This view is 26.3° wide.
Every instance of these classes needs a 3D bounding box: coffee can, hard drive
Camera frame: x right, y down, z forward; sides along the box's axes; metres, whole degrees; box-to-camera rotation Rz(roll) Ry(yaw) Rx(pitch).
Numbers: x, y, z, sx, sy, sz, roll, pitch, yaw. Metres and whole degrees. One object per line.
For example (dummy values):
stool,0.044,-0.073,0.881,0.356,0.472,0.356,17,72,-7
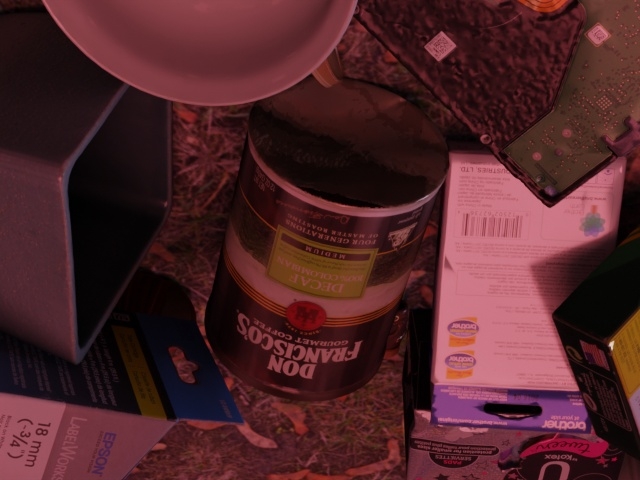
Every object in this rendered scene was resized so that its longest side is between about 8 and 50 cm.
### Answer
coffee can,0.000,0.000,1.403,0.201,0.202,0.275,9,132,-7
hard drive,0.181,-0.217,1.234,0.339,0.064,0.237,43,123,-11

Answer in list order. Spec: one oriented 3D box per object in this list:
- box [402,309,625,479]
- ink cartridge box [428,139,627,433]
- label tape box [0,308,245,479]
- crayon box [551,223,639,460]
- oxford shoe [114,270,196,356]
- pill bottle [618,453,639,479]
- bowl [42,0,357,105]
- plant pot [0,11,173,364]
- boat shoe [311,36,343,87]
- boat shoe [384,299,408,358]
box,0.223,0.189,1.597,0.247,0.163,0.142,1,133,0
ink cartridge box,0.214,0.051,1.461,0.185,0.065,0.311,3,105,-1
label tape box,-0.270,0.145,1.360,0.333,0.241,0.106,12,108,-22
crayon box,0.395,0.055,1.447,0.318,0.081,0.202,-42,131,-19
oxford shoe,-0.323,0.082,1.542,0.348,0.123,0.130,20,135,-15
pill bottle,0.548,0.307,1.656,0.407,0.229,0.229,-13,131,13
bowl,-0.097,-0.277,1.178,0.297,0.134,0.298,7,125,10
plant pot,-0.304,-0.074,1.326,0.252,0.248,0.247,15,133,11
boat shoe,0.001,-0.206,1.316,0.045,0.050,0.135,-10,132,18
boat shoe,-0.002,0.087,1.574,0.206,0.073,0.073,2,131,-11
